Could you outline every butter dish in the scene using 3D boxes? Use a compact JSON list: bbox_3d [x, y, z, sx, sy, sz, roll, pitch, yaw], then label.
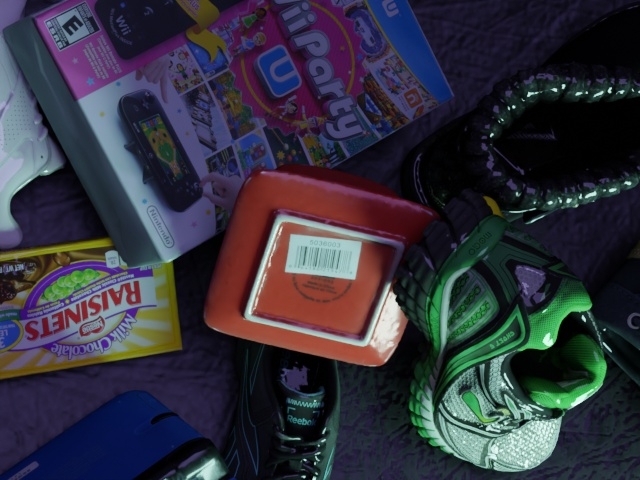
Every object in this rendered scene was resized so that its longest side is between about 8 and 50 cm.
[{"bbox_3d":[0.000,0.000,1.446,0.160,0.118,0.160,13,123,-9],"label":"butter dish"}]

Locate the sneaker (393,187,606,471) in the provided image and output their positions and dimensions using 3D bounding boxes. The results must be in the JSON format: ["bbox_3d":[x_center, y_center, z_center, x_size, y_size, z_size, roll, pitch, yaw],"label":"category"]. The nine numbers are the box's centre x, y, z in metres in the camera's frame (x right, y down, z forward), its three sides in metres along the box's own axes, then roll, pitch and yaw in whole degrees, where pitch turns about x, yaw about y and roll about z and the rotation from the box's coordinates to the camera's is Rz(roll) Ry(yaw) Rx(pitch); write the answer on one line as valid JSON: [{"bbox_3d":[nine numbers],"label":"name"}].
[{"bbox_3d":[0.152,0.108,1.458,0.134,0.343,0.146,-44,62,-14],"label":"sneaker"}]

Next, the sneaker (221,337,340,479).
[{"bbox_3d":[-0.036,0.171,1.511,0.101,0.106,0.267,4,82,-13],"label":"sneaker"}]

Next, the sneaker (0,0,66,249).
[{"bbox_3d":[-0.264,-0.099,1.520,0.115,0.090,0.232,13,87,-17],"label":"sneaker"}]

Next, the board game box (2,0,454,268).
[{"bbox_3d":[-0.072,-0.145,1.511,0.303,0.097,0.224,-31,99,-24],"label":"board game box"}]

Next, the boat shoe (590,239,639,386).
[{"bbox_3d":[0.403,0.209,1.571,0.156,0.187,0.500,-34,85,-10],"label":"boat shoe"}]

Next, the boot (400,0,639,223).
[{"bbox_3d":[0.241,-0.115,1.538,0.348,0.260,0.131,-35,90,-15],"label":"boot"}]

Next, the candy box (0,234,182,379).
[{"bbox_3d":[-0.219,0.055,1.505,0.206,0.027,0.105,-9,100,-20],"label":"candy box"}]

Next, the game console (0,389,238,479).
[{"bbox_3d":[-0.182,0.288,1.423,0.293,0.250,0.173,-34,115,-16],"label":"game console"}]
